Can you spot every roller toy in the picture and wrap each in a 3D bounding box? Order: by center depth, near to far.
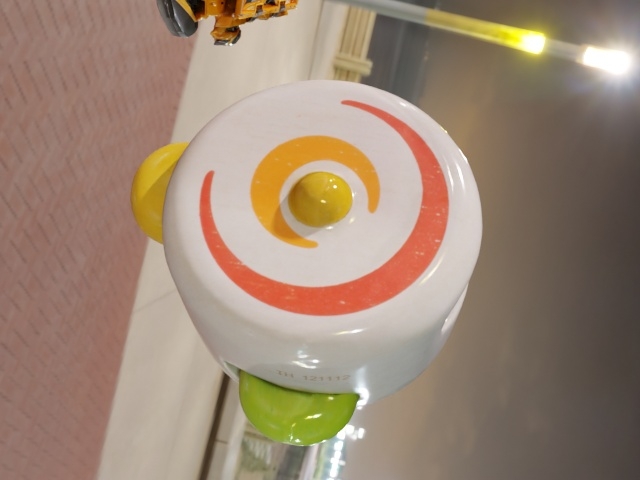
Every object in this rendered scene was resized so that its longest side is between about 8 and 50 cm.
[{"bbox_3d":[0.000,0.000,0.504,0.191,0.209,0.146,-30,157,-13],"label":"roller toy"}]

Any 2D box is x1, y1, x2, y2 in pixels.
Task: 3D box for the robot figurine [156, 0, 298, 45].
[{"bbox_3d":[-0.071,-0.313,0.676,0.211,0.085,0.291,-37,136,-55],"label":"robot figurine"}]
